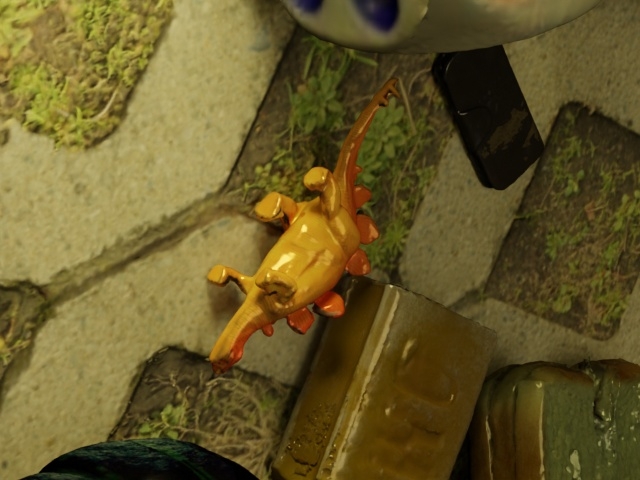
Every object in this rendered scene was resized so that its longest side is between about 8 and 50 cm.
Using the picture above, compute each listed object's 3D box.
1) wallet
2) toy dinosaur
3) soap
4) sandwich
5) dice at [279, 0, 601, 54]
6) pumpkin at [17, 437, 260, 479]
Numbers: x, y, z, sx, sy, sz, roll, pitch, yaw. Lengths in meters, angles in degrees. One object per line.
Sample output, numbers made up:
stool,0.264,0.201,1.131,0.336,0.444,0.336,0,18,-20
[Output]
wallet,0.155,-0.122,1.685,0.082,0.018,0.157,-43,126,-26
toy dinosaur,0.000,0.000,1.543,0.288,0.070,0.117,-56,135,-16
soap,0.049,0.174,1.615,0.160,0.080,0.257,25,82,-42
sandwich,0.244,0.235,1.756,0.273,0.095,0.249,3,85,-51
dice,0.087,-0.304,1.435,0.251,0.243,0.259,-26,119,-34
pumpkin,-0.139,0.332,1.362,0.363,0.266,0.363,-13,108,-44
